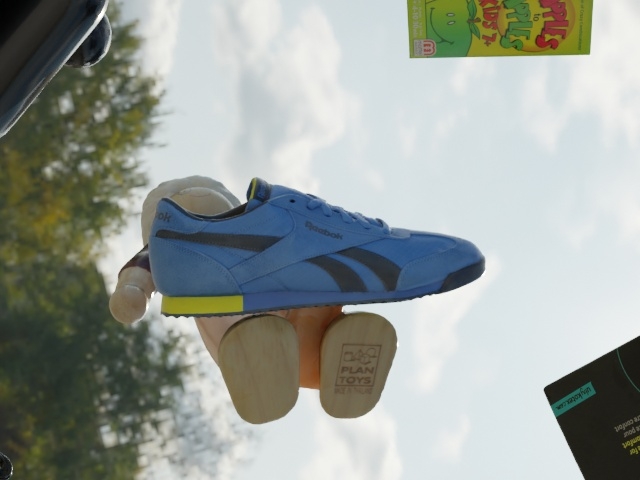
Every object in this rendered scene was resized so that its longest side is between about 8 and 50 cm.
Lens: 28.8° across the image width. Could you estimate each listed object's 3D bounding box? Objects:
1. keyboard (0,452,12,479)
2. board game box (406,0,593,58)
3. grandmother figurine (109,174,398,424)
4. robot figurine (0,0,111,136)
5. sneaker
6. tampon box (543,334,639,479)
[{"bbox_3d":[-0.249,0.157,0.796,0.180,0.108,0.023,36,-44,22],"label":"keyboard"},{"bbox_3d":[0.178,-0.232,1.242,0.043,0.181,0.092,-80,168,-49],"label":"board game box"},{"bbox_3d":[-0.058,0.026,0.941,0.342,0.208,0.104,40,-63,60],"label":"grandmother figurine"},{"bbox_3d":[-0.205,-0.166,0.598,0.278,0.174,0.209,50,-27,40],"label":"robot figurine"},{"bbox_3d":[0.000,0.000,0.766,0.069,0.209,0.082,-168,-105,-81],"label":"sneaker"},{"bbox_3d":[0.209,0.113,0.600,0.120,0.101,0.161,-38,-111,42],"label":"tampon box"}]
